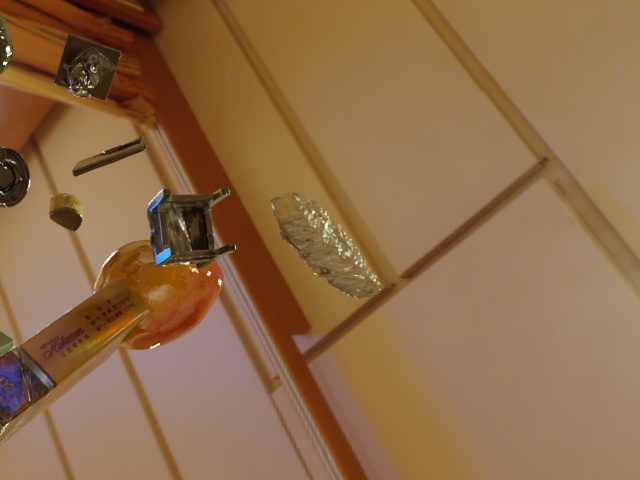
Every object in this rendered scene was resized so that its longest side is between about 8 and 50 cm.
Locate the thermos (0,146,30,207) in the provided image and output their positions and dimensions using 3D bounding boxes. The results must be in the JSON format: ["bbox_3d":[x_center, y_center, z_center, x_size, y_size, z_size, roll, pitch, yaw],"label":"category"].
[{"bbox_3d":[-0.706,-0.120,1.388,0.330,0.136,0.110,2,-78,28],"label":"thermos"}]

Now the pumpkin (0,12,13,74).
[{"bbox_3d":[-0.793,-0.446,1.601,0.211,0.152,0.212,0,-87,10],"label":"pumpkin"}]

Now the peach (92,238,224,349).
[{"bbox_3d":[-0.410,0.131,1.822,0.307,0.289,0.289,5,-91,9],"label":"peach"}]

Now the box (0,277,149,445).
[{"bbox_3d":[-0.577,0.271,1.522,0.116,0.415,0.264,48,-50,0],"label":"box"}]

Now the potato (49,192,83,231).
[{"bbox_3d":[-0.664,-0.091,1.899,0.066,0.096,0.103,-28,-125,11],"label":"potato"}]

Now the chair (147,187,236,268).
[{"bbox_3d":[-0.289,-0.017,1.515,0.270,0.147,0.136,-20,-104,63],"label":"chair"}]

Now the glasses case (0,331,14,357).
[{"bbox_3d":[-0.928,0.255,1.954,0.184,0.078,0.039,29,-66,11],"label":"glasses case"}]

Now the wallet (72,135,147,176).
[{"bbox_3d":[-0.432,-0.173,1.485,0.156,0.082,0.018,-19,-63,3],"label":"wallet"}]

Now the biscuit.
[{"bbox_3d":[0.000,0.000,1.389,0.084,0.281,0.179,-39,-144,11],"label":"biscuit"}]

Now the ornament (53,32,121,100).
[{"bbox_3d":[-0.646,-0.452,1.989,0.166,0.153,0.196,-67,-157,17],"label":"ornament"}]
